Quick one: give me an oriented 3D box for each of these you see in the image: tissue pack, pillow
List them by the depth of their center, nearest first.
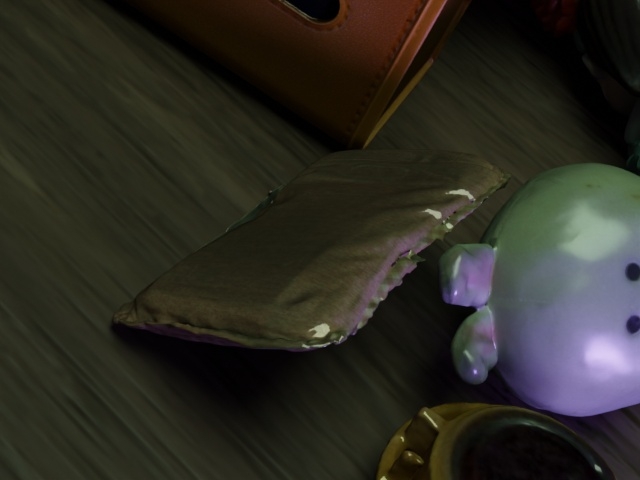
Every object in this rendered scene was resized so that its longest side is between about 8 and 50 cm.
[{"bbox_3d":[0.003,0.000,0.689,0.135,0.034,0.211,4,28,38],"label":"pillow"},{"bbox_3d":[-0.031,-0.213,0.794,0.274,0.194,0.145,33,43,3],"label":"tissue pack"}]

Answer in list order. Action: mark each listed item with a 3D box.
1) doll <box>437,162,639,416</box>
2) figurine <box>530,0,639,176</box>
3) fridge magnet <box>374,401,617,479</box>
[{"bbox_3d":[0.176,0.029,0.739,0.275,0.113,0.154,-5,96,-21],"label":"doll"},{"bbox_3d":[0.235,-0.096,0.897,0.138,0.110,0.245,-1,58,-15],"label":"figurine"},{"bbox_3d":[0.093,0.134,0.638,0.143,0.063,0.143,15,42,-14],"label":"fridge magnet"}]
